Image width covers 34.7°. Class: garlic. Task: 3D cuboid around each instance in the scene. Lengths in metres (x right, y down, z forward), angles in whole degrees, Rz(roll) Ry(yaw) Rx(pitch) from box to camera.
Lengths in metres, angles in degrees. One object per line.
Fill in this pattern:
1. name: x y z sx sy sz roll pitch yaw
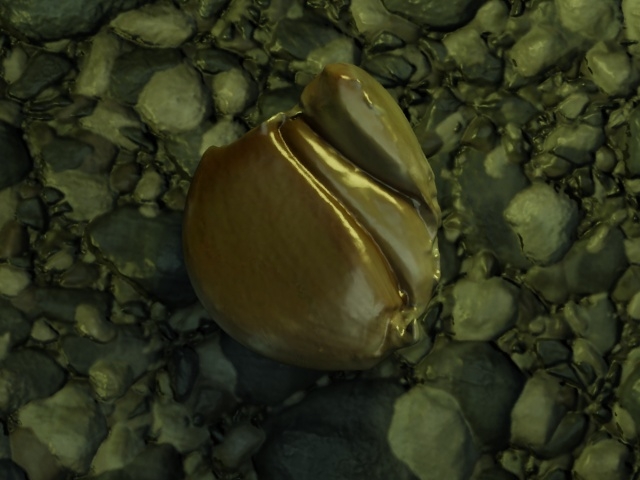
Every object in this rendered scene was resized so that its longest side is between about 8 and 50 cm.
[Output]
1. garlic: 0.000 0.000 0.832 0.217 0.110 0.228 -29 77 10
